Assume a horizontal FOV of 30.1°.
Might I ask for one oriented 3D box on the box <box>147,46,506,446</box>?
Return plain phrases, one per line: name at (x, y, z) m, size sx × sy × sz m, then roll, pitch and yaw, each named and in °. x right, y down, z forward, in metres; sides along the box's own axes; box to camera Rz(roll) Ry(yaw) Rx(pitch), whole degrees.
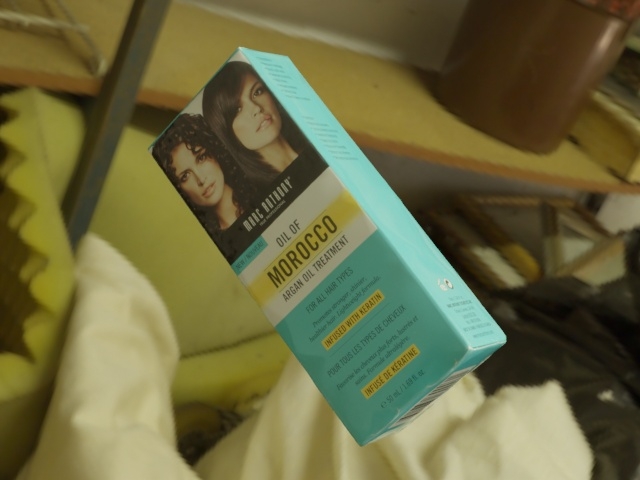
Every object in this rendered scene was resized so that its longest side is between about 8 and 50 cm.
box at (0.000, 0.000, 0.753) m, size 0.244 × 0.100 × 0.060 m, roll 53°, pitch 24°, yaw 18°
